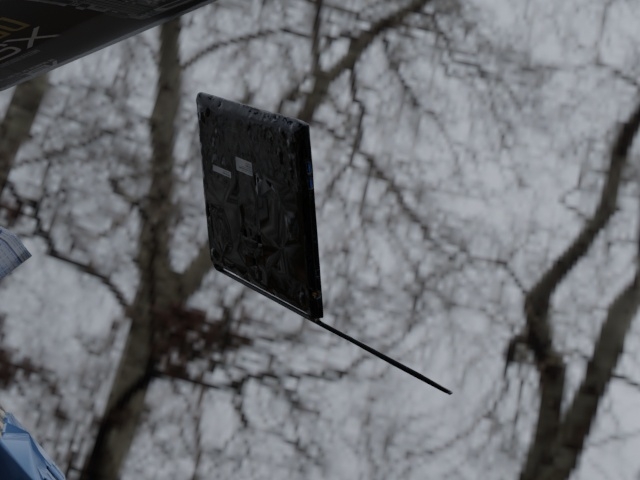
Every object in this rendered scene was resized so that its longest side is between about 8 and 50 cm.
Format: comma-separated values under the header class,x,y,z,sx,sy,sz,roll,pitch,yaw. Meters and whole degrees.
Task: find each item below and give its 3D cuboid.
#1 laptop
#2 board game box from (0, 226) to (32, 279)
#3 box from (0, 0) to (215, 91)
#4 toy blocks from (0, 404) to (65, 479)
class,x,y,z,sx,sy,sz,roll,pitch,yaw
laptop,0.000,0.000,1.455,0.137,0.264,0.234,-11,15,-25
board game box,-0.331,0.043,1.272,0.194,0.194,0.060,-25,-77,33
box,-0.184,-0.202,1.129,0.308,0.076,0.242,-19,-10,22
toy blocks,-0.222,0.101,0.698,0.191,0.381,0.261,-37,-77,2
